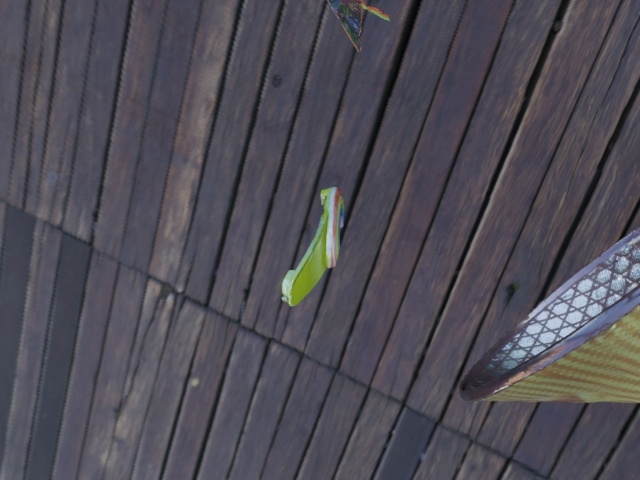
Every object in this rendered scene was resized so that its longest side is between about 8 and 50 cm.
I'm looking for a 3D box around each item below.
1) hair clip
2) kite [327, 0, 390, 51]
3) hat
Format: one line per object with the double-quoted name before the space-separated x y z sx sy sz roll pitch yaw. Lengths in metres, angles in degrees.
"hair clip" 0.000 0.000 0.862 0.033 0.188 0.060 6 128 15
"kite" 0.044 -0.361 1.210 0.159 0.190 0.010 25 145 -29
"hat" 0.167 0.047 0.407 0.193 0.193 0.082 -43 81 31
